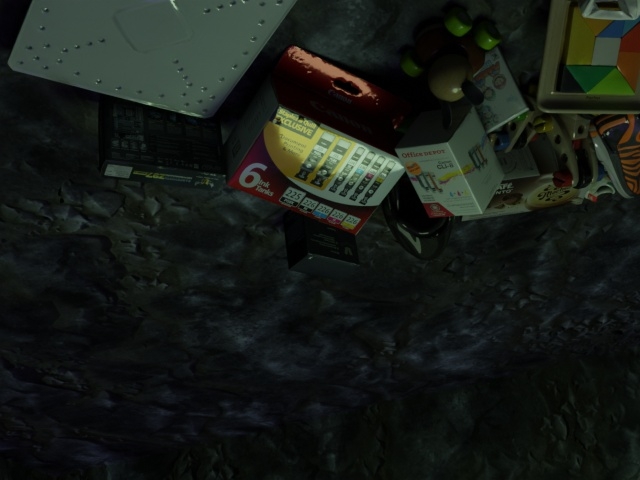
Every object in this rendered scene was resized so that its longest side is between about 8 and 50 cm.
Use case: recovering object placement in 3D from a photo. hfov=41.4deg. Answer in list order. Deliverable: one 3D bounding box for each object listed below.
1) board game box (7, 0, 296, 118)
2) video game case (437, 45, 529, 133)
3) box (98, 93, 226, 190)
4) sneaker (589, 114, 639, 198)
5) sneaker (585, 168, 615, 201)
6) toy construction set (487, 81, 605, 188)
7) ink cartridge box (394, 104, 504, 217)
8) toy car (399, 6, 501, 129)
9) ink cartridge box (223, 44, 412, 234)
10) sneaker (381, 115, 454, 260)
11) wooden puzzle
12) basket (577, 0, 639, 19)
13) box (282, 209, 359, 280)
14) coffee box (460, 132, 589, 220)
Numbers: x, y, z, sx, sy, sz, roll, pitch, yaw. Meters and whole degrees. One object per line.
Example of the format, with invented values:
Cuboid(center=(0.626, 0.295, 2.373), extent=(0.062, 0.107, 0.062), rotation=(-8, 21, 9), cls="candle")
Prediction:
Cuboid(center=(-0.284, -0.381, 1.438), extent=(0.390, 0.050, 0.390), rotation=(11, 145, -30), cls="board game box")
Cuboid(center=(0.315, -0.283, 1.675), extent=(0.157, 0.143, 0.019), rotation=(-30, 165, 31), cls="video game case")
Cuboid(center=(-0.305, -0.194, 1.624), extent=(0.233, 0.183, 0.059), rotation=(5, 146, -25), cls="box")
Cuboid(center=(0.739, -0.209, 1.936), extent=(0.180, 0.124, 0.321), rotation=(-23, 148, 25), cls="sneaker")
Cuboid(center=(0.652, -0.131, 2.097), extent=(0.161, 0.075, 0.057), rotation=(-11, 150, 4), cls="sneaker")
Cuboid(center=(0.439, -0.256, 1.721), extent=(0.309, 0.257, 0.237), rotation=(-1, 123, -5), cls="toy construction set")
Cuboid(center=(0.252, -0.153, 1.643), extent=(0.128, 0.127, 0.176), rotation=(-3, 128, 43), cls="ink cartridge box")
Cuboid(center=(0.254, -0.304, 1.573), extent=(0.149, 0.188, 0.155), rotation=(14, 144, -33), cls="toy car")
Cuboid(center=(0.005, -0.190, 1.661), extent=(0.310, 0.130, 0.271), rotation=(20, 122, -27), cls="ink cartridge box")
Cuboid(center=(0.214, -0.078, 1.924), extent=(0.185, 0.202, 0.482), rotation=(2, 150, 12), cls="sneaker")
Cuboid(center=(0.515, -0.352, 1.554), extent=(0.221, 0.044, 0.238), rotation=(-1, 106, -13), cls="wooden puzzle")
Cuboid(center=(0.515, -0.471, 1.437), extent=(0.113, 0.103, 0.167), rotation=(-1, 150, -14), cls="basket")
Cuboid(center=(0.000, 0.000, 2.072), extent=(0.156, 0.158, 0.093), rotation=(14, 143, -34), cls="box")
Cuboid(center=(0.464, -0.152, 1.966), extent=(0.297, 0.118, 0.168), rotation=(-8, 152, -2), cls="coffee box")
